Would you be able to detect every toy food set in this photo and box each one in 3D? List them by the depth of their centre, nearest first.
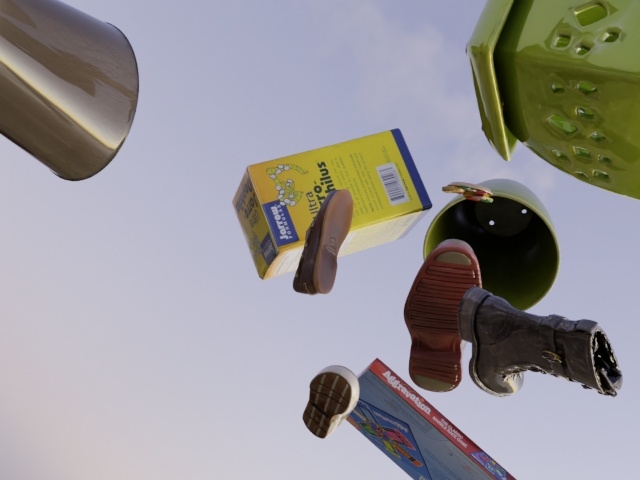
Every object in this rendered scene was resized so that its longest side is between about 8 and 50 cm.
[{"bbox_3d":[0.259,-0.085,1.621,0.082,0.020,0.083,9,-6,41],"label":"toy food set"}]

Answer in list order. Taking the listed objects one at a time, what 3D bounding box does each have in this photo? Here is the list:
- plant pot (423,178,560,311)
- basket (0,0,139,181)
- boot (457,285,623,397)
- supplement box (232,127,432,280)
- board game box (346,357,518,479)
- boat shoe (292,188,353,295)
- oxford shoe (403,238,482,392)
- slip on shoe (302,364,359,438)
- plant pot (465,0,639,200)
[{"bbox_3d":[0.381,-0.023,1.995,0.274,0.293,0.275,7,-66,15],"label":"plant pot"},{"bbox_3d":[-0.325,-0.193,1.004,0.154,0.205,0.227,-10,-18,23],"label":"basket"},{"bbox_3d":[0.324,0.178,1.347,0.229,0.091,0.263,18,-29,38],"label":"boot"},{"bbox_3d":[0.020,-0.078,1.976,0.195,0.356,0.194,68,-21,14],"label":"supplement box"},{"bbox_3d":[0.148,0.288,1.292,0.281,0.027,0.145,41,-38,2],"label":"board game box"},{"bbox_3d":[0.000,0.000,1.679,0.073,0.207,0.073,-2,-30,41],"label":"boat shoe"},{"bbox_3d":[0.205,0.107,1.580,0.122,0.130,0.348,11,-44,6],"label":"oxford shoe"},{"bbox_3d":[0.017,0.162,0.967,0.051,0.041,0.135,40,-34,18],"label":"slip on shoe"},{"bbox_3d":[0.290,-0.205,1.016,0.207,0.227,0.228,14,-25,25],"label":"plant pot"}]
